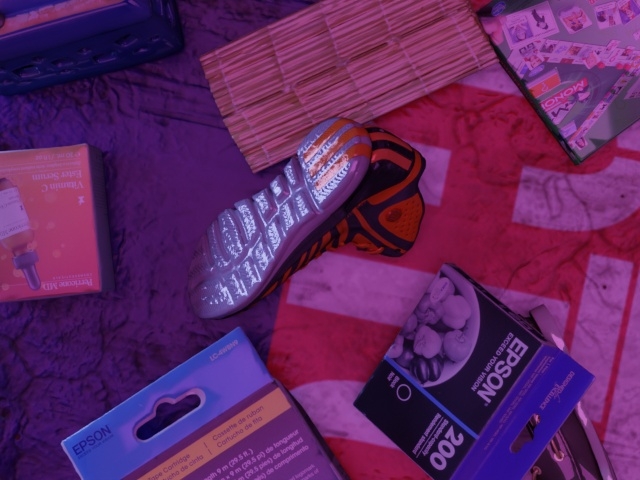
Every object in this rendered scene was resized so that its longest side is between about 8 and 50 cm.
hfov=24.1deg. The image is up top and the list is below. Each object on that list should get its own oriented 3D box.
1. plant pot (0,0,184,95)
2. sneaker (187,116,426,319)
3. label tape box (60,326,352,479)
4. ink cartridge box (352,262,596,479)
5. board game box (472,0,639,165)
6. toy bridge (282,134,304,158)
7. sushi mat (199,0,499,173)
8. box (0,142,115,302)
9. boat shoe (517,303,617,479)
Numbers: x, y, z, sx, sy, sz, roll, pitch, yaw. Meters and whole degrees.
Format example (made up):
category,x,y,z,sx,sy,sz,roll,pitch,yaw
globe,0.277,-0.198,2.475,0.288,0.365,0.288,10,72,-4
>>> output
category,x,y,z,sx,sy,sz,roll,pitch,yaw
plant pot,-0.300,-0.306,1.667,0.235,0.212,0.236,-15,89,1
sneaker,0.000,0.000,1.695,0.321,0.180,0.125,-39,53,32
label tape box,-0.093,0.306,1.699,0.249,0.115,0.348,-33,86,1
ink cartridge box,0.165,0.167,1.662,0.208,0.045,0.206,39,109,25
board game box,0.361,-0.265,1.728,0.317,0.046,0.213,-36,88,1
toy bridge,-0.023,-0.127,1.747,0.188,0.026,0.063,36,91,3
sushi mat,0.030,-0.206,1.717,0.316,0.019,0.151,-24,90,6
box,-0.313,-0.019,1.721,0.130,0.091,0.171,-7,88,1
boat shoe,0.269,0.228,1.693,0.091,0.109,0.305,-21,82,2
